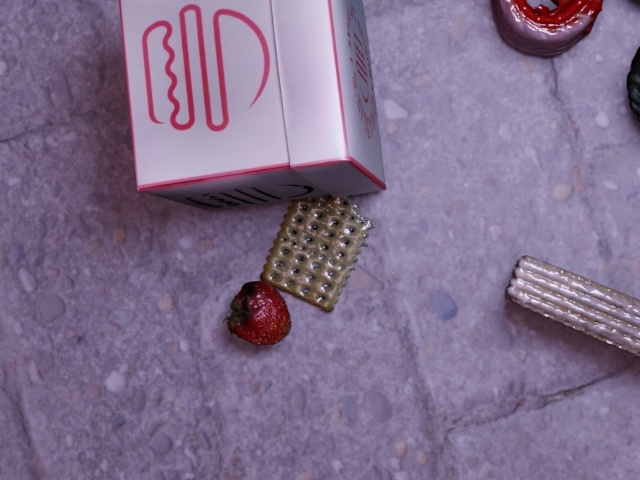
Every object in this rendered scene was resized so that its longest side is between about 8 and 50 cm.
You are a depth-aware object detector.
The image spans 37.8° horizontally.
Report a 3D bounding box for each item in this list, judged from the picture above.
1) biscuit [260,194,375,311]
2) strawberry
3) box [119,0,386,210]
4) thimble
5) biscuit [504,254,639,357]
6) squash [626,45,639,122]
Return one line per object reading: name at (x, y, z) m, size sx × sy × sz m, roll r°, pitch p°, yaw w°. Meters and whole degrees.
biscuit at (0.000, 0.000, 1.488) m, size 0.144 × 0.016 × 0.203 m, roll 26°, pitch 94°, yaw 10°
strawberry at (-0.092, 0.115, 1.468) m, size 0.106 × 0.106 × 0.106 m, roll 0°, pitch 90°, yaw 10°
box at (-0.086, -0.217, 1.349) m, size 0.300 × 0.314 × 0.312 m, roll -7°, pitch 85°, yaw 12°
thimble at (0.335, -0.372, 1.377) m, size 0.163 × 0.125 × 0.189 m, roll -6°, pitch 88°, yaw 7°
biscuit at (0.473, 0.133, 1.340) m, size 0.426 × 0.144 × 0.078 m, roll 22°, pitch 92°, yaw 9°
squash at (0.525, -0.237, 1.320) m, size 0.193 × 0.193 × 0.156 m, roll -26°, pitch 51°, yaw 9°
